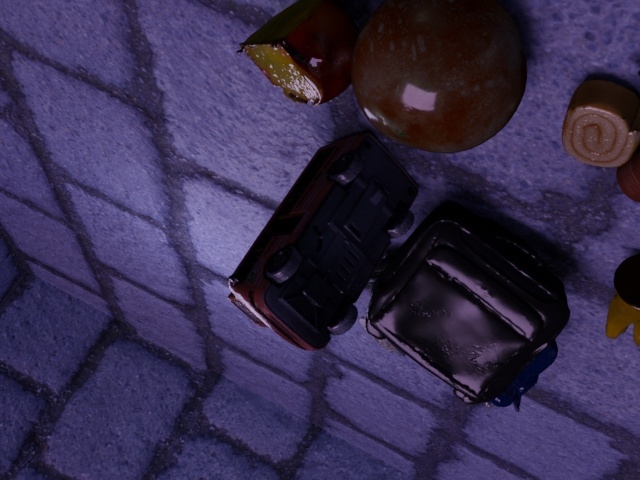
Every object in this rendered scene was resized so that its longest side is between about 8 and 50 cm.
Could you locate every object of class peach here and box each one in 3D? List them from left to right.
[{"bbox_3d":[-0.004,-0.318,1.386,0.159,0.154,0.267,45,170,-22],"label":"peach"}]

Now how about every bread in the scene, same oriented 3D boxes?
[{"bbox_3d":[0.439,-0.180,1.284,0.122,0.073,0.149,17,154,16],"label":"bread"}]

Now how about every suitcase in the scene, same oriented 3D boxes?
[{"bbox_3d":[0.301,0.123,1.715,0.345,0.188,0.339,37,110,0],"label":"suitcase"}]

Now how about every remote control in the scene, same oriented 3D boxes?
[{"bbox_3d":[0.181,0.273,2.417,0.073,0.044,0.229,13,158,40],"label":"remote control"}]

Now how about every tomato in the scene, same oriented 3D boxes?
[{"bbox_3d":[0.173,-0.248,1.272,0.270,0.222,0.270,28,156,14],"label":"tomato"}]

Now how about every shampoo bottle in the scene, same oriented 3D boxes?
[{"bbox_3d":[0.538,-0.136,1.234,0.085,0.085,0.244,31,155,0],"label":"shampoo bottle"}]

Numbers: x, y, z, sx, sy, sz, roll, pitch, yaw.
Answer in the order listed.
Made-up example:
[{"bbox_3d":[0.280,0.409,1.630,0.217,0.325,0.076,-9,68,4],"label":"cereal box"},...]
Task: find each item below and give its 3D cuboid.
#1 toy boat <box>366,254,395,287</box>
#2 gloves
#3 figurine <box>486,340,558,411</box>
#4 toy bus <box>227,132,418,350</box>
[{"bbox_3d":[0.225,0.088,1.938,0.114,0.122,0.296,18,163,-36],"label":"toy boat"},{"bbox_3d":[0.639,0.144,1.627,0.133,0.116,0.294,24,161,31],"label":"gloves"},{"bbox_3d":[0.453,0.265,1.863,0.164,0.262,0.121,29,168,-30],"label":"figurine"},{"bbox_3d":[0.000,0.000,1.675,0.203,0.427,0.233,45,154,-26],"label":"toy bus"}]
